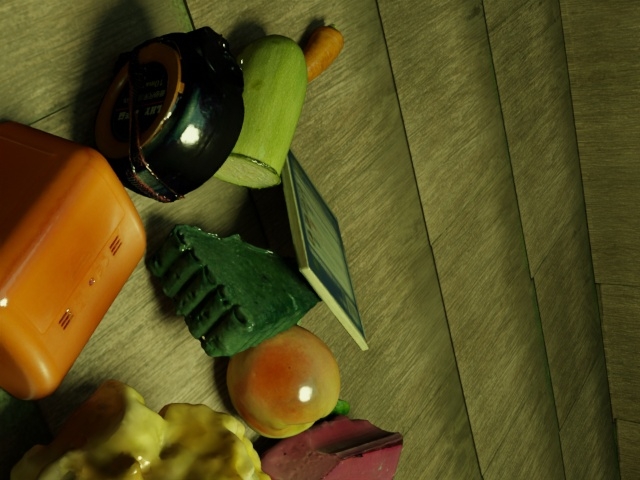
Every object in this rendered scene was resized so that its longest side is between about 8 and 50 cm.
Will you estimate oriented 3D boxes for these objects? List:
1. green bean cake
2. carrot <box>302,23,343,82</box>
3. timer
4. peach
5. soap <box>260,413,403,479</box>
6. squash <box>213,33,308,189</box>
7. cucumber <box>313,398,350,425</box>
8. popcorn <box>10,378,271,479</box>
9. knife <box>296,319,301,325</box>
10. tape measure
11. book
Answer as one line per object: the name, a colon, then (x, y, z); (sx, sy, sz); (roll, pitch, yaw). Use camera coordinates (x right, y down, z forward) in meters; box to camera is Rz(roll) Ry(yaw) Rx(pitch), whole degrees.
green bean cake: (-0.121, 0.061, 1.161); (0.193, 0.107, 0.208); (50, 33, 16)
carrot: (-0.031, -0.286, 1.355); (0.256, 0.061, 0.061); (-56, 134, -30)
timer: (-0.326, 0.035, 0.940); (0.257, 0.161, 0.250); (-63, 153, -29)
peach: (-0.062, 0.218, 1.250); (0.184, 0.184, 0.184); (-7, 98, -53)
soap: (-0.001, 0.425, 1.358); (0.325, 0.127, 0.220); (6, 102, -52)
squash: (-0.094, -0.212, 1.216); (0.132, 0.132, 0.247); (36, 62, -49)
cucumber: (-0.028, 0.309, 1.409); (0.250, 0.056, 0.056); (14, 82, -54)
popcorn: (-0.205, 0.384, 0.931); (0.390, 0.344, 0.354); (-70, 159, -2)
knife: (-0.026, 0.117, 1.421); (0.026, 0.022, 0.184); (47, 53, -14)
tape measure: (-0.194, -0.159, 1.019); (0.135, 0.202, 0.223); (33, 62, -47)
book: (0.000, 0.000, 1.301); (0.228, 0.018, 0.322); (55, 15, -41)
